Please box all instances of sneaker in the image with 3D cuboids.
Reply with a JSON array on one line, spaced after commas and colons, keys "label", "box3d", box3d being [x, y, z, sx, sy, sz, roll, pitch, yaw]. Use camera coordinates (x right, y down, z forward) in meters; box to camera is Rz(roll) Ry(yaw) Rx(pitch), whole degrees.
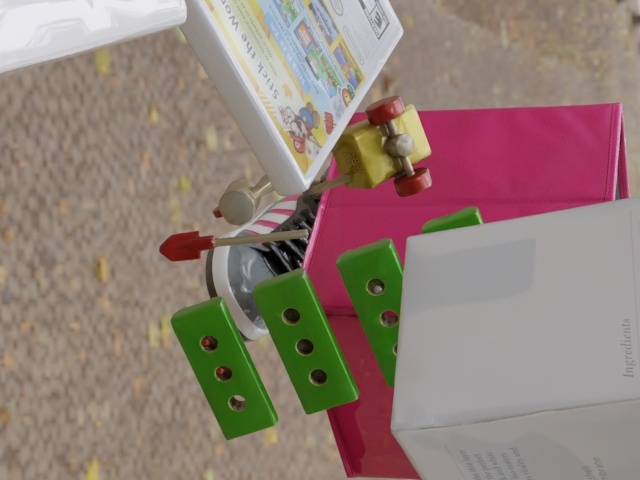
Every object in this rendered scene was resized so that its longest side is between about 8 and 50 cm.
[{"label": "sneaker", "box3d": [0.000, 0.000, 1.477, 0.123, 0.178, 0.295, 57, 22, -11]}]

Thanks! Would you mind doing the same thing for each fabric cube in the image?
[{"label": "fabric cube", "box3d": [0.145, 0.052, 1.264, 0.254, 0.258, 0.259, 74, 23, -45]}]

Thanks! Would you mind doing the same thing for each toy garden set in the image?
[{"label": "toy garden set", "box3d": [0.004, 0.017, 1.037, 0.049, 0.244, 0.203, -71, 140, -69]}]

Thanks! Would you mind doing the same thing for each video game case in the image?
[{"label": "video game case", "box3d": [-0.034, -0.176, 0.896, 0.227, 0.026, 0.206, 60, 36, -25]}]

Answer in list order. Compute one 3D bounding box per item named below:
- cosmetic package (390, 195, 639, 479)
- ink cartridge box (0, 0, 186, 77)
[{"label": "cosmetic package", "box3d": [0.182, 0.095, 0.773, 0.224, 0.225, 0.138, 60, 27, -44]}, {"label": "ink cartridge box", "box3d": [-0.250, -0.070, 0.442, 0.354, 0.207, 0.119, -22, 102, -35]}]
